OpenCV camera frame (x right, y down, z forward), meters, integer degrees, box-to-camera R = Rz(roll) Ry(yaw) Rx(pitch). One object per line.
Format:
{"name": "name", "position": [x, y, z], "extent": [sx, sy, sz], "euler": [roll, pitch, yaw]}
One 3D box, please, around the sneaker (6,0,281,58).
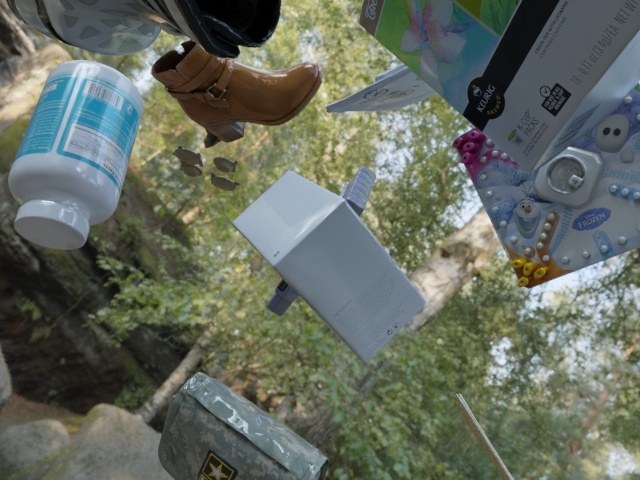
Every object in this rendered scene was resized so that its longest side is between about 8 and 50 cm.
{"name": "sneaker", "position": [-0.171, -0.239, 0.570], "extent": [0.257, 0.169, 0.447], "euler": [34, -2, -5]}

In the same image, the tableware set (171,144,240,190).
{"name": "tableware set", "position": [-0.265, -0.168, 1.321], "extent": [0.168, 0.020, 0.141], "euler": [19, -23, -8]}

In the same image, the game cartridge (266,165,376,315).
{"name": "game cartridge", "position": [0.000, 0.000, 1.344], "extent": [0.068, 0.230, 0.355], "euler": [36, -62, -1]}

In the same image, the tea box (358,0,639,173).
{"name": "tea box", "position": [0.254, -0.322, 0.643], "extent": [0.323, 0.220, 0.329], "euler": [48, -27, 18]}

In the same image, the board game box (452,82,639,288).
{"name": "board game box", "position": [0.517, -0.138, 1.192], "extent": [0.390, 0.050, 0.390], "euler": [-30, -102, 36]}

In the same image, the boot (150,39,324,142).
{"name": "boot", "position": [-0.157, -0.315, 1.075], "extent": [0.283, 0.109, 0.220], "euler": [-16, -36, 28]}

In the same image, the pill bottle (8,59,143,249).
{"name": "pill bottle", "position": [-0.358, -0.122, 0.827], "extent": [0.146, 0.264, 0.146], "euler": [3, -29, 2]}

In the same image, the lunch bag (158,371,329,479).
{"name": "lunch bag", "position": [-0.119, 0.347, 0.877], "extent": [0.235, 0.169, 0.287], "euler": [31, -34, 19]}

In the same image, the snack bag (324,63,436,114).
{"name": "snack bag", "position": [0.228, -0.390, 1.404], "extent": [0.342, 0.323, 0.037], "euler": [-16, -90, 45]}

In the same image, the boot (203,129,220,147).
{"name": "boot", "position": [-0.291, -0.330, 1.556], "extent": [0.106, 0.082, 0.219], "euler": [54, -32, -12]}

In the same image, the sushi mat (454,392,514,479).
{"name": "sushi mat", "position": [0.376, 0.474, 1.177], "extent": [0.316, 0.019, 0.151], "euler": [61, -1, 43]}

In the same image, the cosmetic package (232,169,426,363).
{"name": "cosmetic package", "position": [0.007, 0.031, 0.872], "extent": [0.225, 0.138, 0.224], "euler": [48, -5, -28]}
